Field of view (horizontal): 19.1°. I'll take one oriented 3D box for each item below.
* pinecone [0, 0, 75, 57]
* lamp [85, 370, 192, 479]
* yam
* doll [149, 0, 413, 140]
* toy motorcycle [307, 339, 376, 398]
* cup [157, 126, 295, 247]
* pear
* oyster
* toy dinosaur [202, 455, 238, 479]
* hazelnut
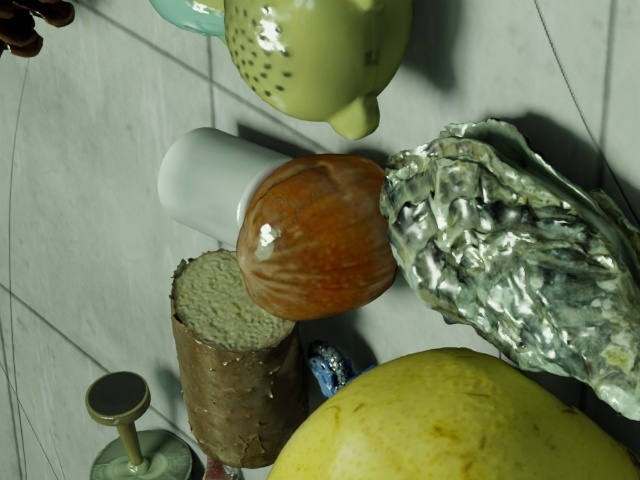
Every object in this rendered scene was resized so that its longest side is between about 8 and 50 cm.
[{"bbox_3d":[-0.320,-0.286,1.893,0.208,0.208,0.207,34,138,39],"label":"pinecone"},{"bbox_3d":[-0.206,0.247,2.156,0.121,0.121,0.214,36,149,38],"label":"lamp"},{"bbox_3d":[-0.075,0.121,1.842,0.128,0.129,0.238,6,142,8],"label":"yam"},{"bbox_3d":[-0.031,-0.207,1.548,0.261,0.161,0.177,40,139,37],"label":"doll"},{"bbox_3d":[0.060,0.171,1.769,0.205,0.076,0.114,33,146,37],"label":"toy motorcycle"},{"bbox_3d":[-0.064,-0.041,1.795,0.133,0.136,0.099,22,95,47],"label":"cup"},{"bbox_3d":[0.108,0.257,1.515,0.348,0.348,0.348,34,138,39],"label":"pear"},{"bbox_3d":[0.164,0.024,1.456,0.162,0.158,0.351,46,-178,-43],"label":"oyster"},{"bbox_3d":[-0.134,0.308,2.127,0.032,0.108,0.220,-114,22,-50],"label":"toy dinosaur"},{"bbox_3d":[0.000,0.000,1.664,0.150,0.150,0.150,34,138,39],"label":"hazelnut"}]
